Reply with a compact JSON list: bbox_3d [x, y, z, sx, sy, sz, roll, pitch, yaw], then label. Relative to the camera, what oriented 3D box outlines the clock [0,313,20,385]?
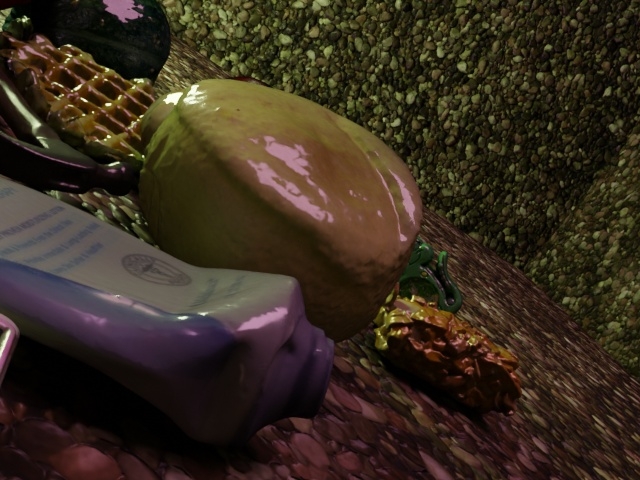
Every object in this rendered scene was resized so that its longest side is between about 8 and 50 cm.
[{"bbox_3d":[-0.224,0.074,0.342,0.146,0.071,0.192,32,12,-20],"label":"clock"}]

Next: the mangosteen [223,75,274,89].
[{"bbox_3d":[-0.139,-0.169,1.323,0.194,0.194,0.231,32,36,-19],"label":"mangosteen"}]

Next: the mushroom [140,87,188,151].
[{"bbox_3d":[-0.171,-0.143,1.036,0.148,0.147,0.112,-125,-158,-58],"label":"mushroom"}]

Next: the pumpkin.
[{"bbox_3d":[-0.392,-0.377,1.355,0.293,0.197,0.263,40,15,32],"label":"pumpkin"}]

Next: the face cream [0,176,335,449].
[{"bbox_3d":[-0.186,0.031,0.602,0.420,0.137,0.235,24,14,-2],"label":"face cream"}]

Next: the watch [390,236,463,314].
[{"bbox_3d":[0.159,0.075,1.239,0.165,0.131,0.152,67,13,8],"label":"watch"}]

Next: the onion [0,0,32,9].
[{"bbox_3d":[-0.509,-0.477,1.126,0.341,0.341,0.341,34,12,-8],"label":"onion"}]

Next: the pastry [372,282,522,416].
[{"bbox_3d":[0.170,0.152,1.096,0.249,0.102,0.154,32,11,-15],"label":"pastry"}]

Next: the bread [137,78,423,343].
[{"bbox_3d":[-0.051,-0.025,0.876,0.320,0.237,0.321,22,24,-10],"label":"bread"}]

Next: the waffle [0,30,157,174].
[{"bbox_3d":[-0.315,-0.185,1.119,0.297,0.073,0.317,14,32,-48],"label":"waffle"}]

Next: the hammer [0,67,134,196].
[{"bbox_3d":[-0.387,-0.181,0.927,0.168,0.044,0.440,9,26,-47],"label":"hammer"}]
